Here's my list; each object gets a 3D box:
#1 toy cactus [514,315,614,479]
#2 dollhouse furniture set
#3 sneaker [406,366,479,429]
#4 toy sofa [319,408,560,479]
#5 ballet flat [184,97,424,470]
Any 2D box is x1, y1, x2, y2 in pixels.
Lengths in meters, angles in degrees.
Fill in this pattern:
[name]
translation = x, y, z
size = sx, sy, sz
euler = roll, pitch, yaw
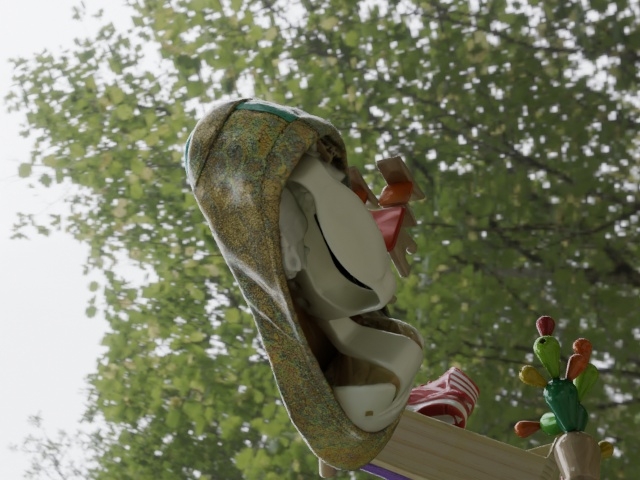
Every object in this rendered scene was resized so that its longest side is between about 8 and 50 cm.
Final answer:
[toy cactus]
translation = 0.275, 0.212, 1.019
size = 0.180, 0.112, 0.219
euler = -75, -24, -61
[dollhouse furniture set]
translation = 0.000, 0.000, 1.285
size = 0.135, 0.259, 0.262
euler = 55, -140, -35
[sneaker]
translation = 0.172, 0.278, 1.537
size = 0.128, 0.221, 0.087
euler = -35, -65, -49
[toy sofa]
translation = 0.168, 0.347, 1.351
size = 0.177, 0.363, 0.150
euler = -51, -31, -46
[ballet flat]
translation = 0.014, 0.054, 0.656
size = 0.123, 0.123, 0.348
euler = -42, -54, -29
